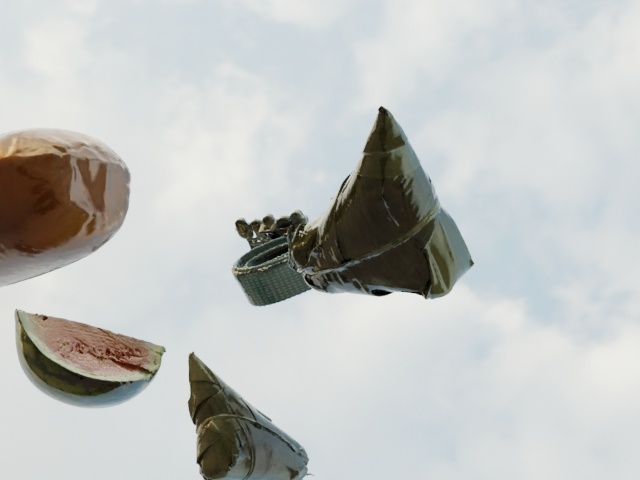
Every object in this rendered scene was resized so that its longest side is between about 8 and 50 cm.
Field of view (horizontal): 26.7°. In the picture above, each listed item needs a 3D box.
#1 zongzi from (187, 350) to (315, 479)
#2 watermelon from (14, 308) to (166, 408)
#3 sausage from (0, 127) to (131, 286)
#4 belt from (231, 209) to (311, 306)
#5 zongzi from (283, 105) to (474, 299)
[{"bbox_3d":[-0.059,0.174,1.306,0.062,0.154,0.130,-39,-126,34],"label":"zongzi"},{"bbox_3d":[-0.240,0.132,1.377,0.163,0.069,0.087,15,-92,-18],"label":"watermelon"},{"bbox_3d":[-0.232,-0.015,0.915,0.274,0.105,0.105,-13,-88,45],"label":"sausage"},{"bbox_3d":[0.002,0.004,1.326,0.179,0.100,0.065,-17,-59,13],"label":"belt"},{"bbox_3d":[0.015,-0.021,0.742,0.109,0.055,0.119,-2,-53,37],"label":"zongzi"}]
